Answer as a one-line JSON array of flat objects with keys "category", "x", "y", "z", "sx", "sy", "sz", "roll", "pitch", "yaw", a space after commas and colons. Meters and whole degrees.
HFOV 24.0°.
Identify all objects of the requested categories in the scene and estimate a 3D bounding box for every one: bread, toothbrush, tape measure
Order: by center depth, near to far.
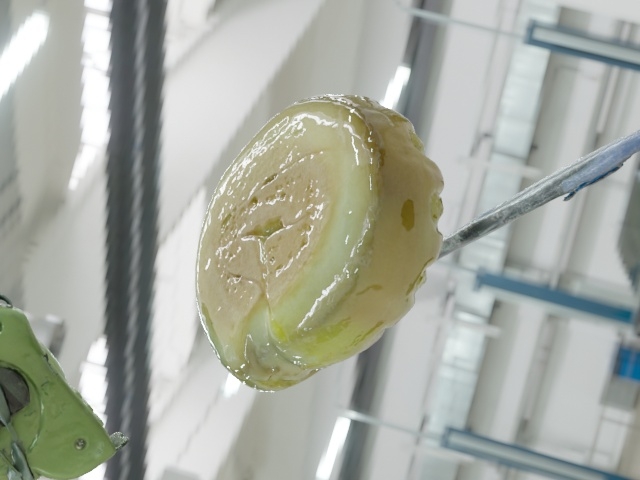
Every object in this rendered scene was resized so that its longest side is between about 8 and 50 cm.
[{"category": "bread", "x": 0.000, "y": 0.000, "z": 1.025, "sx": 0.213, "sy": 0.104, "sz": 0.213, "roll": -26, "pitch": 56, "yaw": 47}, {"category": "tape measure", "x": -0.266, "y": 0.134, "z": 1.205, "sx": 0.154, "sy": 0.177, "sz": 0.087, "roll": -36, "pitch": 12, "yaw": -12}, {"category": "toothbrush", "x": 0.116, "y": 0.002, "z": 1.302, "sx": 0.042, "sy": 0.413, "sz": 0.035, "roll": 61, "pitch": -168, "yaw": -2}]
